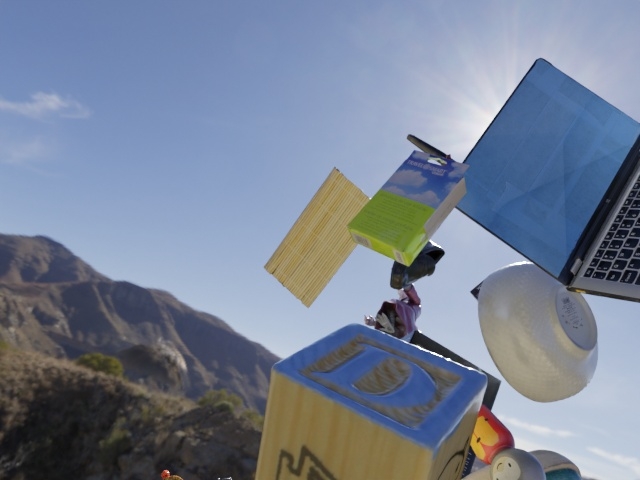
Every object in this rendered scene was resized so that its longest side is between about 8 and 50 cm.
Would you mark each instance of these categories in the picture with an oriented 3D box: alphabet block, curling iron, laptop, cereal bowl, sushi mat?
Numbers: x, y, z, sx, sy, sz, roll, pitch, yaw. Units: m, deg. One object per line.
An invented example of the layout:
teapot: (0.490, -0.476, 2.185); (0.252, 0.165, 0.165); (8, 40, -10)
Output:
alphabet block: (0.056, 0.237, 0.603); (0.194, 0.197, 0.192); (19, 19, 31)
curling iron: (0.316, -0.197, 1.287); (0.274, 0.035, 0.068); (46, 15, 33)
laptop: (0.495, -0.124, 0.842); (0.236, 0.382, 0.408); (48, -20, -28)
cereal bowl: (0.534, 0.199, 1.214); (0.339, 0.338, 0.141); (27, -36, -23)
sushi mat: (0.000, 0.000, 1.205); (0.151, 0.316, 0.019); (39, 22, 8)

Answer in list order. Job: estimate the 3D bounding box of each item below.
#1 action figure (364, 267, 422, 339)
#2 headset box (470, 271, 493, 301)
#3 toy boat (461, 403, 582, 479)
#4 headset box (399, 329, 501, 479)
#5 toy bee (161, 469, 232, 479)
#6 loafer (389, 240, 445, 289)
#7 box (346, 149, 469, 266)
action figure: (0.312, 0.266, 1.875); (0.276, 0.248, 0.370); (29, 24, 15)
headset box: (0.649, 0.268, 1.691); (0.218, 0.110, 0.293); (46, 5, -33)
toy boat: (0.272, 0.384, 0.757); (0.148, 0.268, 0.318); (-123, -169, -59)
headset box: (0.260, 0.387, 1.239); (0.246, 0.283, 0.131); (30, -27, 1)
toy bee: (-0.413, 0.715, 1.403); (0.298, 0.195, 0.162); (-5, 24, -45)
loafer: (0.222, 0.052, 1.183); (0.078, 0.223, 0.076); (16, -63, 26)
box: (0.137, -0.054, 0.787); (0.109, 0.178, 0.042); (26, -24, 38)
